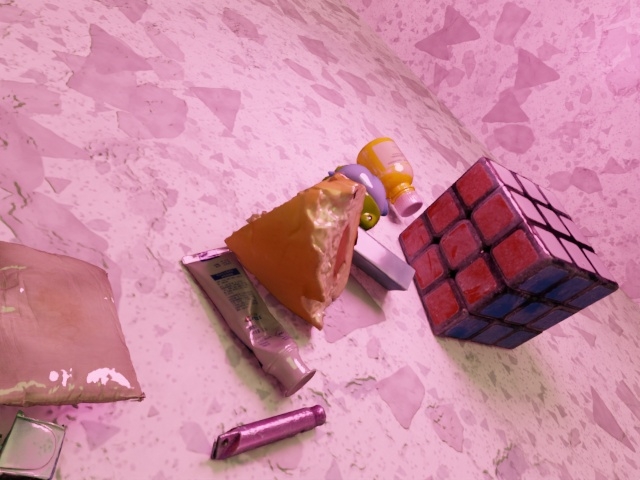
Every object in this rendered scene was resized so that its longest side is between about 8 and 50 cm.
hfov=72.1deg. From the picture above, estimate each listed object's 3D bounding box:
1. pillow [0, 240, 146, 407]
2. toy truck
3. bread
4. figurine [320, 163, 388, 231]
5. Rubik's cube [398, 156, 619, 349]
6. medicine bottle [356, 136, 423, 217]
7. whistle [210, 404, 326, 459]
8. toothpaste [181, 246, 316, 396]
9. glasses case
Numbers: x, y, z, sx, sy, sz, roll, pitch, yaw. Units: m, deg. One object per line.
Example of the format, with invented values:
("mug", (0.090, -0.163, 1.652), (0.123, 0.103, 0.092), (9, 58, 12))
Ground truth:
("pillow", (-0.289, 0.087, 0.478), (0.148, 0.050, 0.230), (10, 29, -41))
("toy truck", (-0.317, 0.179, 0.375), (0.175, 0.081, 0.067), (23, 38, -25))
("bread", (0.010, 0.006, 0.725), (0.224, 0.211, 0.183), (53, 39, -8))
("figurine", (0.076, -0.105, 1.007), (0.162, 0.143, 0.263), (43, 18, -10))
("Rubik's cube", (0.417, 0.044, 1.029), (0.300, 0.305, 0.304), (17, 45, -33))
("medicine bottle", (0.193, -0.164, 1.179), (0.121, 0.122, 0.213), (0, 54, -44))
("whistle", (-0.063, 0.251, 0.583), (0.176, 0.033, 0.033), (3, 51, -41))
("toothpaste", (-0.108, 0.113, 0.675), (0.096, 0.061, 0.266), (-15, 57, -48))
("glasses case", (0.068, 0.005, 0.901), (0.266, 0.105, 0.056), (38, 78, -7))
